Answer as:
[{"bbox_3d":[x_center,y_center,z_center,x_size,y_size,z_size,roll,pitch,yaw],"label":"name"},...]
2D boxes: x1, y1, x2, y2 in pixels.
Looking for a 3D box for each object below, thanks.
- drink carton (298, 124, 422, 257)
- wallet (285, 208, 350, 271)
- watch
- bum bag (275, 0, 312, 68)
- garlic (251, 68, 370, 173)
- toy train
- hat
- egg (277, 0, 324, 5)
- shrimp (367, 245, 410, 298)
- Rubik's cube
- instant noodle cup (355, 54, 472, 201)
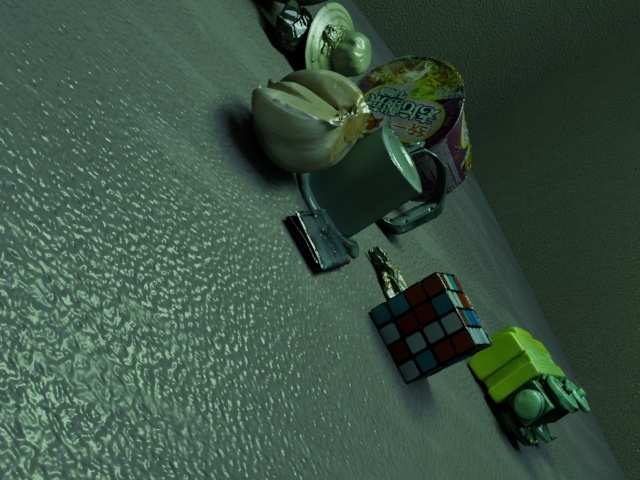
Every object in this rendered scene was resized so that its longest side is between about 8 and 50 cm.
[{"bbox_3d":[0.081,-0.108,1.588,0.191,0.190,0.185,46,26,-33],"label":"drink carton"},{"bbox_3d":[-0.001,0.001,1.427,0.111,0.030,0.166,65,19,6],"label":"wallet"},{"bbox_3d":[0.199,-0.121,1.925,0.068,0.206,0.193,40,-28,65],"label":"watch"},{"bbox_3d":[-0.024,-0.499,2.108,0.340,0.095,0.144,29,61,-56],"label":"bum bag"},{"bbox_3d":[-0.036,-0.209,1.472,0.203,0.184,0.281,26,35,10],"label":"garlic"},{"bbox_3d":[0.520,0.354,2.047,0.272,0.179,0.442,57,15,24],"label":"toy train"},{"bbox_3d":[0.070,-0.472,2.078,0.252,0.110,0.252,-25,121,-54],"label":"hat"},{"bbox_3d":[-0.051,-0.776,2.092,0.345,0.345,0.428,54,6,-14],"label":"egg"},{"bbox_3d":[0.148,0.093,1.686,0.180,0.041,0.099,60,32,2],"label":"shrimp"},{"bbox_3d":[0.208,0.162,1.524,0.155,0.151,0.154,63,18,16],"label":"Rubik's cube"},{"bbox_3d":[0.251,-0.274,2.145,0.266,0.340,0.340,49,18,-52],"label":"instant noodle cup"}]
